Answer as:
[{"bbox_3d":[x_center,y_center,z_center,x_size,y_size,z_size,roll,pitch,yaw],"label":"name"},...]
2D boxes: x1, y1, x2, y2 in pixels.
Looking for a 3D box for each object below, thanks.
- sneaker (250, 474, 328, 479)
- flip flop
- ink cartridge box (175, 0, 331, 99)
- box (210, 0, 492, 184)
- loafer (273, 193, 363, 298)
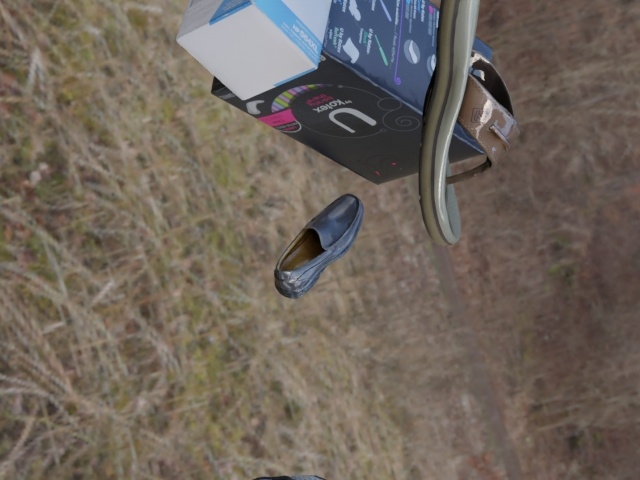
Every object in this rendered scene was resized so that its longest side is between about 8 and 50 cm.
[{"bbox_3d":[-0.026,0.182,0.542,0.132,0.228,0.086,58,35,-21],"label":"sneaker"},{"bbox_3d":[0.125,-0.115,0.798,0.112,0.080,0.277,-76,172,-60],"label":"flip flop"},{"bbox_3d":[-0.051,-0.216,0.875,0.090,0.092,0.143,40,48,-37],"label":"ink cartridge box"},{"bbox_3d":[0.041,-0.184,1.073,0.270,0.165,0.143,24,64,-39],"label":"box"},{"bbox_3d":[0.000,0.000,1.317,0.062,0.170,0.061,29,-19,21],"label":"loafer"}]
